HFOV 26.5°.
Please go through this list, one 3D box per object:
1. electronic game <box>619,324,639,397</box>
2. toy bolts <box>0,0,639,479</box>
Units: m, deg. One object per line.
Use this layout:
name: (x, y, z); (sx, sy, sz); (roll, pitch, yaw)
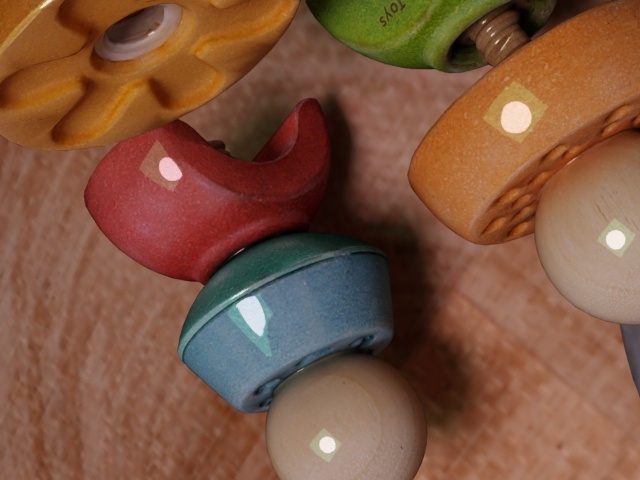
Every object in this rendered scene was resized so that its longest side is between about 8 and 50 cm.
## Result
electronic game: (0.198, 0.016, 0.424); (0.229, 0.048, 0.229); (6, 100, 39)
toy bolts: (0.000, 0.000, 0.449); (0.158, 0.218, 0.228); (62, 143, 18)
